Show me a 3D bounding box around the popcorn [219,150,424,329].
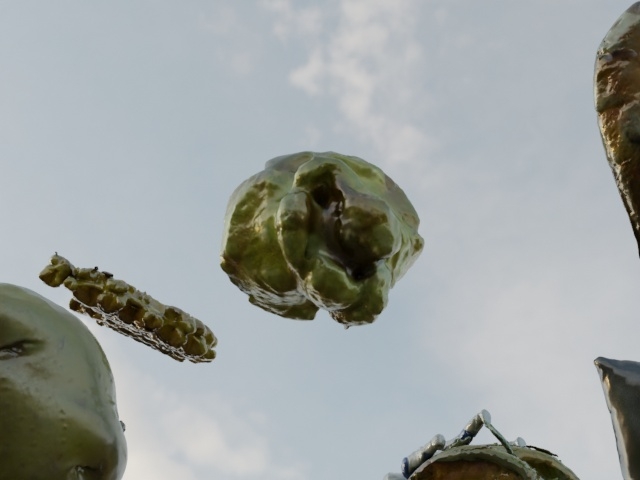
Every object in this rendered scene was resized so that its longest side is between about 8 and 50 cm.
[{"bbox_3d":[-0.002,-0.004,1.541,0.276,0.276,0.225,-18,-81,20],"label":"popcorn"}]

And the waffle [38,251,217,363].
[{"bbox_3d":[-0.262,0.105,1.732,0.260,0.069,0.293,25,-11,2],"label":"waffle"}]

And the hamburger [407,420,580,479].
[{"bbox_3d":[0.152,0.248,1.036,0.177,0.185,0.113,-4,-6,31],"label":"hamburger"}]

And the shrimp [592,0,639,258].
[{"bbox_3d":[0.388,-0.067,1.136,0.233,0.365,0.071,-18,-4,-13],"label":"shrimp"}]

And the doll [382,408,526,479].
[{"bbox_3d":[0.162,0.310,1.617,0.227,0.057,0.114,-33,-52,28],"label":"doll"}]

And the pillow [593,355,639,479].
[{"bbox_3d":[0.396,0.236,1.269,0.186,0.250,0.106,-9,-7,12],"label":"pillow"}]

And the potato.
[{"bbox_3d":[-0.238,0.127,0.926,0.154,0.200,0.137,-12,-22,-46],"label":"potato"}]
